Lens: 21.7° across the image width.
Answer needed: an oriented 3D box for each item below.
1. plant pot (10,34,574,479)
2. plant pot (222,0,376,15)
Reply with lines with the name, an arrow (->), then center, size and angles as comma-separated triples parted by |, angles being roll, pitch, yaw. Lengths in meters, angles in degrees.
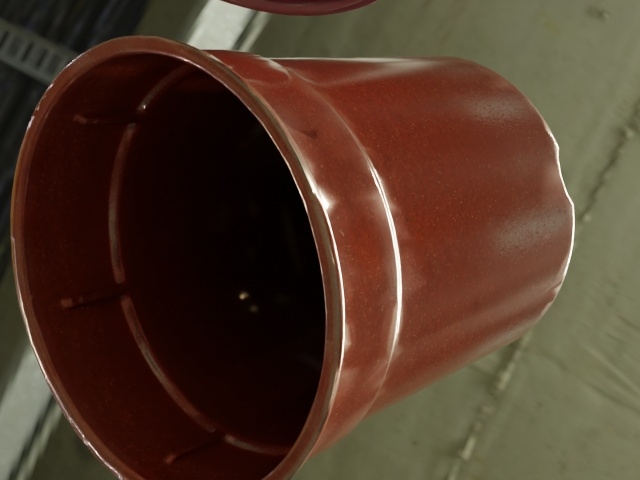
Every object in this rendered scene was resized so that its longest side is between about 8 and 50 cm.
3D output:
plant pot -> 0.000, 0.000, 1.022 | 0.272, 0.265, 0.272 | 12, -72, 42
plant pot -> -0.016, -0.242, 0.827 | 0.201, 0.201, 0.180 | 4, -119, 34
